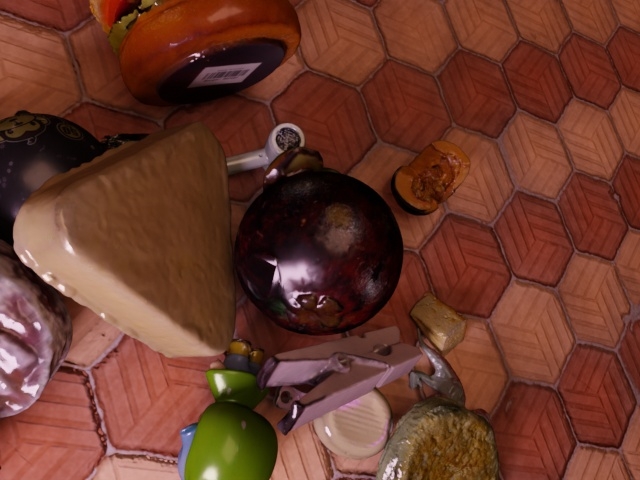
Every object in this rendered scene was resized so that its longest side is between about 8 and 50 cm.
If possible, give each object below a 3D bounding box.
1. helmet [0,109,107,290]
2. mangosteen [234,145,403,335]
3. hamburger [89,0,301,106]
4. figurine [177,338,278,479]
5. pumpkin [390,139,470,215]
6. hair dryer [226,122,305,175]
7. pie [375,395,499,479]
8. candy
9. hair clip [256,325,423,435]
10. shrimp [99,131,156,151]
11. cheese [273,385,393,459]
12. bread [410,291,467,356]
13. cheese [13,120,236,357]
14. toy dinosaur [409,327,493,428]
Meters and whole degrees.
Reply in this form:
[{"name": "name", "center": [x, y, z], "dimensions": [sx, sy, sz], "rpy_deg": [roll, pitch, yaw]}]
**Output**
[{"name": "helmet", "center": [-0.409, -0.067, 0.851], "dimensions": [0.230, 0.160, 0.279], "rpy_deg": [-19, 91, -35]}, {"name": "mangosteen", "center": [-0.006, 0.012, 0.964], "dimensions": [0.310, 0.311, 0.312], "rpy_deg": [7, 72, -23]}, {"name": "hamburger", "center": [-0.215, -0.392, 0.961], "dimensions": [0.329, 0.330, 0.250], "rpy_deg": [-19, 89, -28]}, {"name": "figurine", "center": [-0.140, 0.290, 0.894], "dimensions": [0.162, 0.143, 0.264], "rpy_deg": [49, 39, -46]}, {"name": "pumpkin", "center": [0.222, -0.121, 1.203], "dimensions": [0.183, 0.108, 0.119], "rpy_deg": [-36, 84, -21]}, {"name": "hair dryer", "center": [-0.149, -0.150, 1.041], "dimensions": [0.236, 0.131, 0.073], "rpy_deg": [-14, 84, -14]}, {"name": "pie", "center": [0.216, 0.419, 1.031], "dimensions": [0.276, 0.078, 0.277], "rpy_deg": [-5, 100, -29]}, {"name": "candy", "center": [-0.479, 0.104, 0.764], "dimensions": [0.214, 0.157, 0.289], "rpy_deg": [-45, 99, 3]}, {"name": "hair clip", "center": [0.042, 0.223, 0.972], "dimensions": [0.330, 0.085, 0.101], "rpy_deg": [-5, 40, -47]}, {"name": "shrimp", "center": [-0.317, -0.152, 1.003], "dimensions": [0.160, 0.034, 0.091], "rpy_deg": [-2, 77, -26]}, {"name": "cheese", "center": [0.022, 0.306, 1.006], "dimensions": [0.227, 0.064, 0.137], "rpy_deg": [22, 63, -19]}, {"name": "bread", "center": [0.236, 0.176, 1.172], "dimensions": [0.109, 0.080, 0.084], "rpy_deg": [36, 57, 29]}, {"name": "cheese", "center": [-0.262, -0.010, 0.825], "dimensions": [0.384, 0.104, 0.384], "rpy_deg": [27, 59, -60]}, {"name": "toy dinosaur", "center": [0.253, 0.286, 1.126], "dimensions": [0.167, 0.053, 0.242], "rpy_deg": [-8, 78, -28]}]
